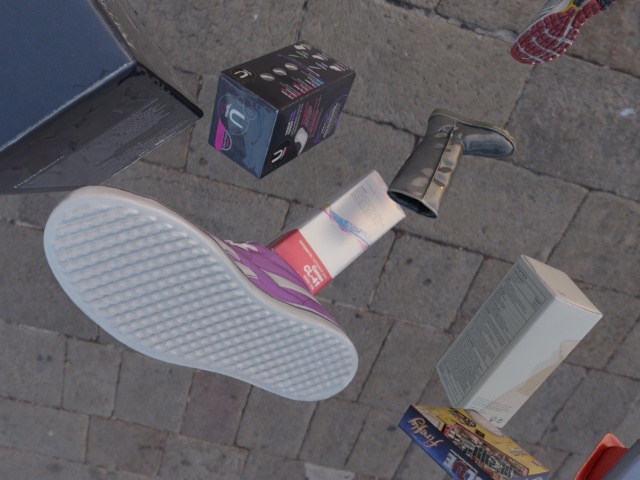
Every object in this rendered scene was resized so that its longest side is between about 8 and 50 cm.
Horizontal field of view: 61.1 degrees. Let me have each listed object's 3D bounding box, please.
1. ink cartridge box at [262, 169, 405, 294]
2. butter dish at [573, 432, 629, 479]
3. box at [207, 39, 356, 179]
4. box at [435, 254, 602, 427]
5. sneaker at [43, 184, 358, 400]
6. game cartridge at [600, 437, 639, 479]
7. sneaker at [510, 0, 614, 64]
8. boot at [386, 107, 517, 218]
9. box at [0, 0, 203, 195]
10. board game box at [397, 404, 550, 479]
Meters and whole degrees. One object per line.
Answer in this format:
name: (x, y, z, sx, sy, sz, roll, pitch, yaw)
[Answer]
ink cartridge box: (0.000, 0.000, 1.166, 0.131, 0.306, 0.226, 56, 153, -6)
butter dish: (0.584, 0.462, 1.005, 0.160, 0.159, 0.118, 53, 151, 6)
box: (-0.075, -0.267, 1.080, 0.143, 0.270, 0.165, 35, 134, 14)
box: (0.373, 0.200, 1.060, 0.121, 0.148, 0.311, 21, 117, -19)
sneaker: (-0.102, 0.032, 0.477, 0.102, 0.161, 0.282, -46, 123, 7)
game cartridge: (0.361, 0.325, 0.460, 0.294, 0.060, 0.196, 40, 104, 20)
sneaker: (0.461, -0.427, 1.029, 0.088, 0.093, 0.225, 36, 124, -24)
boot: (0.243, -0.131, 0.995, 0.189, 0.209, 0.076, 20, 150, 13)
box: (-0.321, -0.226, 0.599, 0.212, 0.395, 0.294, -33, 98, 1)
board game box: (0.252, 0.337, 0.873, 0.243, 0.165, 0.042, 23, 100, -47)
